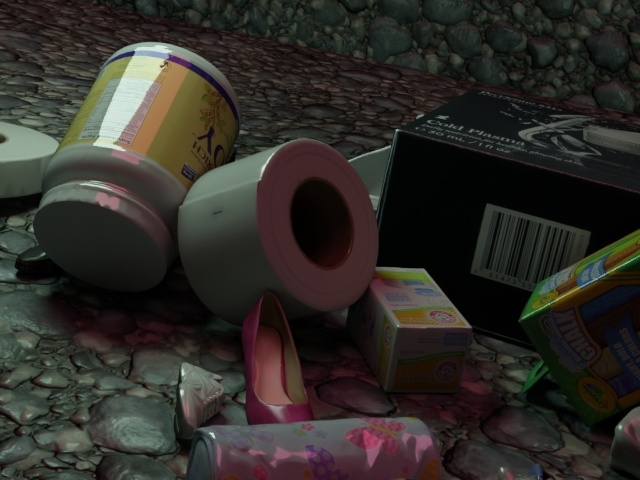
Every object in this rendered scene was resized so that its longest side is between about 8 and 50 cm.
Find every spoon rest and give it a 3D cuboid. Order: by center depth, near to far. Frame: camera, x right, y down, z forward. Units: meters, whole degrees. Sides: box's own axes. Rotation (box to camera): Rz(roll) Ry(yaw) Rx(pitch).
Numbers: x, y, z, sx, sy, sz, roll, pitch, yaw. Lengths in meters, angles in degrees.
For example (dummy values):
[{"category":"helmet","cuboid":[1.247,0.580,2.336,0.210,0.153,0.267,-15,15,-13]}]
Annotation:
[{"category":"spoon rest","cuboid":[0.117,-0.124,1.955,0.137,0.276,0.084,44,-16,-4]}]

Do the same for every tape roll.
[{"category":"tape roll","cuboid":[-0.057,-0.007,1.551,0.169,0.246,0.246,-14,1,42]},{"category":"tape roll","cuboid":[-0.662,-0.155,1.934,0.392,0.072,0.392,8,16,-2]}]

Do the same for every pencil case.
[{"category":"pencil case","cuboid":[-0.007,0.250,1.155,0.273,0.113,0.124,0,33,-24]}]

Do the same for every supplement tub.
[{"category":"supplement tub","cuboid":[-0.275,-0.113,1.656,0.241,0.241,0.331,12,53,7]}]

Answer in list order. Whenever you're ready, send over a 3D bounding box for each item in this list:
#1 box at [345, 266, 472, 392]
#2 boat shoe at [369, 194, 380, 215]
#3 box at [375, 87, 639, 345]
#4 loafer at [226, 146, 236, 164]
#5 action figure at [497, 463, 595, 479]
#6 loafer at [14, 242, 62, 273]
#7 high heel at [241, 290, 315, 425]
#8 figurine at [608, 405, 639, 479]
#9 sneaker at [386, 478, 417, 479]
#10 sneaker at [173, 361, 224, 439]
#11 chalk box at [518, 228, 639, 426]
[{"category":"box","cuboid":[0.122,0.124,1.553,0.114,0.103,0.203,3,22,-16]},{"category":"boat shoe","cuboid":[-0.001,-0.002,1.828,0.320,0.118,0.103,-7,32,-28]},{"category":"box","cuboid":[0.390,-0.040,1.848,0.480,0.297,0.472,17,20,18]},{"category":"loafer","cuboid":[-0.234,-0.091,1.915,0.130,0.134,0.366,11,21,3]},{"category":"action figure","cuboid":[0.316,0.294,1.111,0.330,0.178,0.341,16,21,-10]},{"category":"loafer","cuboid":[-0.407,0.006,1.686,0.062,0.061,0.170,19,23,21]},{"category":"high heel","cuboid":[-0.050,0.161,1.361,0.082,0.117,0.244,5,21,-13]},{"category":"figurine","cuboid":[0.496,0.278,1.355,0.215,0.092,0.209,-12,33,-42]},{"category":"sneaker","cuboid":[0.033,0.328,0.990,0.321,0.125,0.180,-27,15,-35]},{"category":"sneaker","cuboid":[-0.146,0.193,1.326,0.061,0.054,0.152,10,20,-7]},{"category":"chalk box","cuboid":[0.395,0.119,1.498,0.289,0.179,0.180,-31,4,23]}]
